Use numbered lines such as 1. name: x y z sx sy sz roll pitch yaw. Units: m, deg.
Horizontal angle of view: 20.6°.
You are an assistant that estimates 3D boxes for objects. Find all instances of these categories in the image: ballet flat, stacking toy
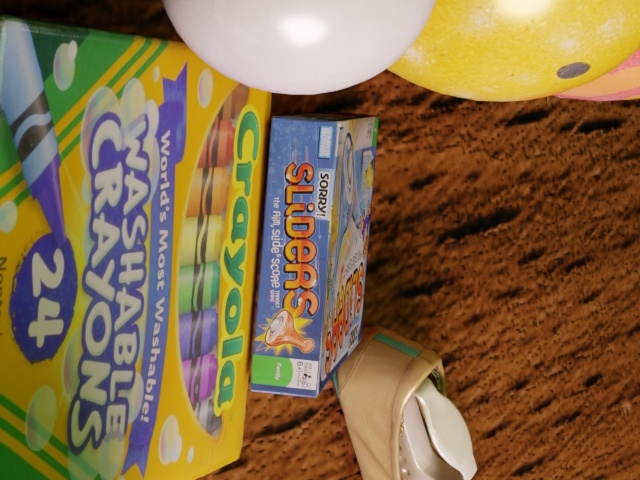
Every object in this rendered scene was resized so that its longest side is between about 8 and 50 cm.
1. ballet flat: 0.067 0.158 1.104 0.080 0.073 0.232 -47 131 -36
2. stacking toy: 0.095 -0.177 0.869 0.480 0.350 0.351 -28 118 -42

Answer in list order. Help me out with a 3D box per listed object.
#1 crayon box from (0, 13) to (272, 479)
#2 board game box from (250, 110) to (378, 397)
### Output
1. crayon box: -0.101 0.011 0.769 0.323 0.083 0.203 -11 106 -72
2. board game box: 0.000 0.000 0.941 0.201 0.035 0.136 -36 131 -81
